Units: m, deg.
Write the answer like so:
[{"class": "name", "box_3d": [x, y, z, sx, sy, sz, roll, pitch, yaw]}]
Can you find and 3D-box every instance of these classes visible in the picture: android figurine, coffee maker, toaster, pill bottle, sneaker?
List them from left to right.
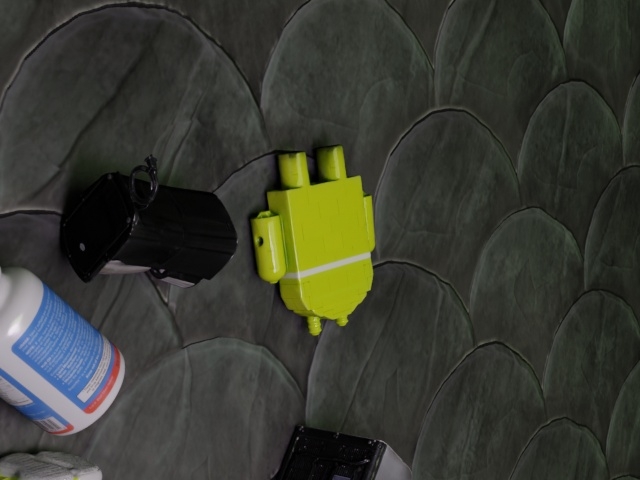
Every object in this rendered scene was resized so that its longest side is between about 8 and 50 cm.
[{"class": "sneaker", "box_3d": [-0.353, 0.311, 1.175, 0.240, 0.091, 0.126, -3, 105, -41]}, {"class": "pill bottle", "box_3d": [-0.325, 0.105, 1.161, 0.221, 0.124, 0.124, 51, 55, -37]}, {"class": "coffee maker", "box_3d": [-0.187, -0.014, 1.280, 0.178, 0.171, 0.120, 8, 68, -50]}, {"class": "android figurine", "box_3d": [0.000, 0.000, 1.576, 0.248, 0.056, 0.273, -17, 103, -47]}, {"class": "toaster", "box_3d": [0.022, 0.370, 1.525, 0.110, 0.168, 0.186, 44, 59, -41]}]
